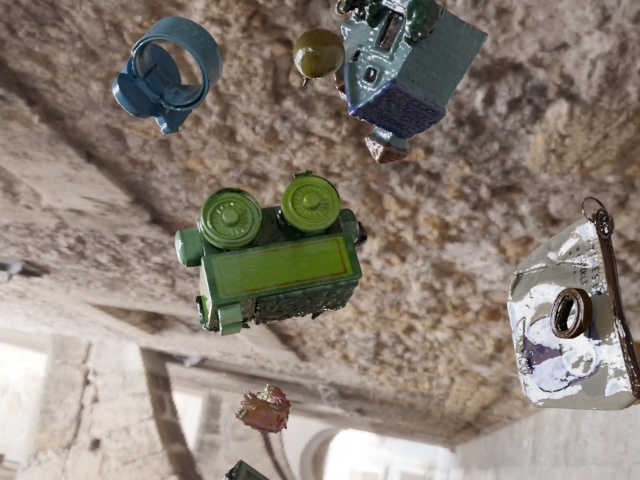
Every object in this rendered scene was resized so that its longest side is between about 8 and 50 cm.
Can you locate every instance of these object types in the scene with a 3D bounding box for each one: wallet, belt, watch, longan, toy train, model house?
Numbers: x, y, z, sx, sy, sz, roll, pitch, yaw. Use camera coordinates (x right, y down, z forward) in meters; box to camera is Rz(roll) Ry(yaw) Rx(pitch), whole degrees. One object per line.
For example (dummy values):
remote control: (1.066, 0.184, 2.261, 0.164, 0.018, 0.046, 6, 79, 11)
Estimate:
wallet: (0.413, 0.127, 1.322, 0.275, 0.068, 0.335, 139, 131, -57)
belt: (0.396, 0.116, 1.248, 0.036, 0.059, 0.083, 7, -79, -43)
watch: (-0.290, -0.338, 1.586, 0.211, 0.193, 0.210, 32, -135, -38)
longan: (-0.005, -0.242, 1.055, 0.083, 0.075, 0.075, -64, -2, 25)
toy train: (-0.068, 0.022, 1.147, 0.159, 0.272, 0.188, 114, 144, -66)
model house: (0.116, -0.328, 1.543, 0.252, 0.295, 0.329, 8, -65, -43)

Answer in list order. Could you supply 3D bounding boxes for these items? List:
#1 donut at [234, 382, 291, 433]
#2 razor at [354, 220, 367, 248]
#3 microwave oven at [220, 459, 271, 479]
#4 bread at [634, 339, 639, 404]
donut: (-0.114, 0.372, 1.742, 0.065, 0.117, 0.166, -59, -10, 14)
razor: (0.000, 0.000, 1.329, 0.090, 0.148, 0.054, 6, 106, 60)
microwave oven: (-0.126, 0.432, 1.100, 0.162, 0.122, 0.208, -53, 5, 15)
bread: (0.848, 0.332, 1.960, 0.121, 0.311, 0.172, -33, 55, 56)
